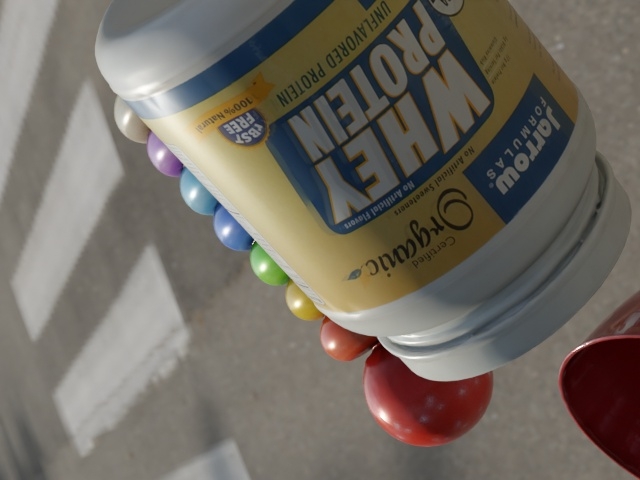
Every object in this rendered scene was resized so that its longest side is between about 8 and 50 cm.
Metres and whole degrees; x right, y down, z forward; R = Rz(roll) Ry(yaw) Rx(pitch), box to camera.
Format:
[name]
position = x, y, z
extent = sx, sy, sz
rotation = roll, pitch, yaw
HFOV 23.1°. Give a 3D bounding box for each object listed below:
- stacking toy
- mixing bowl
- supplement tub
[stacking toy]
position = 0.000, 0.000, 1.083
extent = 0.330, 0.141, 0.141
rotation = 54, 159, 9
[mixing bowl]
position = 0.235, 0.072, 0.863
extent = 0.181, 0.098, 0.181
rotation = 25, 153, 14
[supplement tub]
position = 0.022, -0.052, 0.642
extent = 0.199, 0.144, 0.144
rotation = 47, 170, -22
